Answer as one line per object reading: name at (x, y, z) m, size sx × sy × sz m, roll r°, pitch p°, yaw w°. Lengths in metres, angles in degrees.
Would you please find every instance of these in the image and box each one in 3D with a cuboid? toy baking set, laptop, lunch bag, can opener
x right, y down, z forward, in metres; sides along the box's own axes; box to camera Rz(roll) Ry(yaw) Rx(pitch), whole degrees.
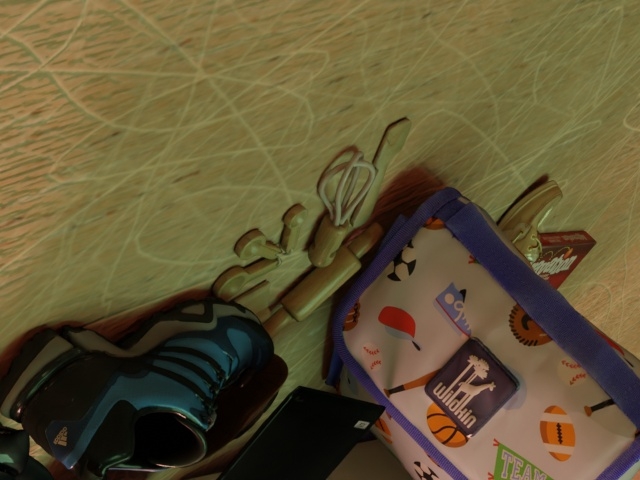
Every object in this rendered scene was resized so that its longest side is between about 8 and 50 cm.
toy baking set at (0.000, 0.003, 1.403) m, size 0.256 × 0.030 × 0.197 m, roll -41°, pitch 159°, yaw -9°
laptop at (-0.105, 0.203, 1.440) m, size 0.234 × 0.264 × 0.136 m, roll 27°, pitch 68°, yaw -66°
lunch bag at (0.182, 0.147, 1.568) m, size 0.239 × 0.328 × 0.385 m, roll -38°, pitch 165°, yaw -21°
can opener at (-0.260, 0.186, 1.249) m, size 0.186 × 0.059 × 0.073 m, roll 85°, pitch 27°, yaw -76°

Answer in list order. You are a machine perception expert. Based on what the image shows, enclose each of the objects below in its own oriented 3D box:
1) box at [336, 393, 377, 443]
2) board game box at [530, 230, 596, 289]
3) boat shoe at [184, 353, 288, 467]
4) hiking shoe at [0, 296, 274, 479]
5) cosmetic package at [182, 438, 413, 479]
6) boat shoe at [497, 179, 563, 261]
box at (0.024, 0.296, 1.865) m, size 0.293 × 0.057 × 0.201 m, roll -42°, pitch 136°, yaw -5°
board game box at (0.255, 0.052, 1.965) m, size 0.145 × 0.027 × 0.281 m, roll -54°, pitch 157°, yaw 21°
boat shoe at (-0.090, 0.177, 1.531) m, size 0.152 × 0.056 × 0.049 m, roll -38°, pitch 156°, yaw -11°
hiking shoe at (-0.131, 0.136, 1.268) m, size 0.304 × 0.132 × 0.113 m, roll -11°, pitch 144°, yaw -53°
cosmetic package at (0.011, 0.354, 1.744) m, size 0.365 × 0.155 × 0.197 m, roll -7°, pitch 126°, yaw -31°
boat shoe at (0.230, 0.006, 1.785) m, size 0.170 × 0.059 × 0.063 m, roll -48°, pitch 159°, yaw 11°
